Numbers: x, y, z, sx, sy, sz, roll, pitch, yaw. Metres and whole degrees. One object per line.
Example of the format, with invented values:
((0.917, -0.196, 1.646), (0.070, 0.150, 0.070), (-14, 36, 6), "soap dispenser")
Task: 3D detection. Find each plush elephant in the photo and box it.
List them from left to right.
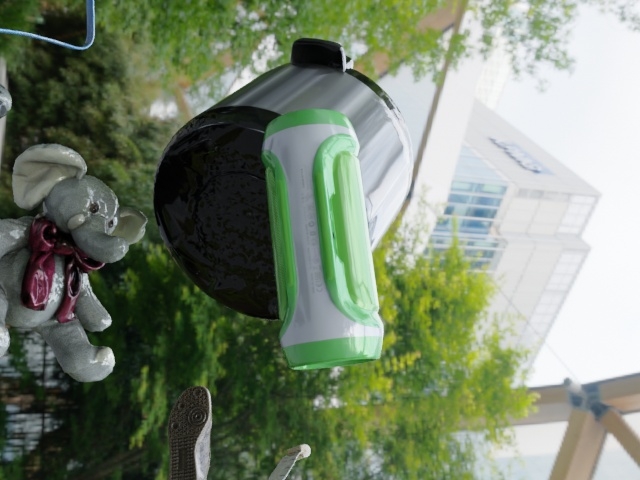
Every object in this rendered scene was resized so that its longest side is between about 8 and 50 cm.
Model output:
((-0.389, 0.015, 1.063), (0.255, 0.272, 0.330), (-43, -128, 7), "plush elephant")

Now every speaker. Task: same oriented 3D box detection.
((0.000, 0.000, 0.841), (0.131, 0.131, 0.296), (146, -59, -63), "speaker")

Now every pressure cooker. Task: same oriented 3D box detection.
((-0.035, -0.106, 1.208), (0.370, 0.375, 0.420), (-35, -170, 36), "pressure cooker")

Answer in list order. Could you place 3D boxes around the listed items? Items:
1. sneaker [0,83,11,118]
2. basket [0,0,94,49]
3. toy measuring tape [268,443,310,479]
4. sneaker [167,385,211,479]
((-0.495, -0.147, 0.801), (0.101, 0.267, 0.106), (-116, -151, -66), "sneaker")
((-0.521, -0.507, 1.256), (0.201, 0.255, 0.289), (16, -78, 39), "basket")
((-0.073, 0.455, 1.030), (0.330, 0.121, 0.121), (-51, 168, -50), "toy measuring tape")
((-0.207, 0.329, 1.116), (0.071, 0.066, 0.188), (80, 12, -58), "sneaker")
